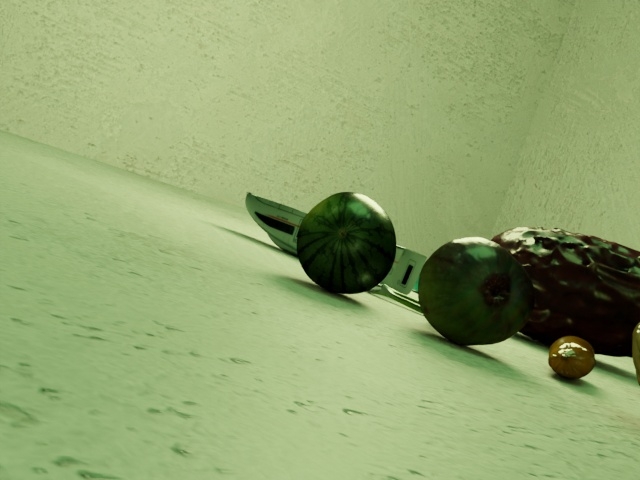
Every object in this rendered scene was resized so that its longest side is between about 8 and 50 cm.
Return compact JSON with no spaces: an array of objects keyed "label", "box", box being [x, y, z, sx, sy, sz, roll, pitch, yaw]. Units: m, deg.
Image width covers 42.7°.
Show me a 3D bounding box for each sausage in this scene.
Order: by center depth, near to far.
[{"label":"sausage","box":[0.339,0.159,1.103,0.062,0.054,0.183,-13,-5,15]}]

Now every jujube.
[{"label":"jujube","box":[0.484,0.098,1.542,0.377,0.258,0.258,6,5,-12]}]

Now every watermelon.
[{"label":"watermelon","box":[0.039,0.005,1.142,0.141,0.140,0.187,20,-1,9]}]

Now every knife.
[{"label":"knife","box":[0.117,0.088,1.299,0.184,0.026,0.022,24,44,31]}]

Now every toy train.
[{"label":"toy train","box":[0.000,0.000,1.530,0.407,0.088,0.086,21,1,37]}]

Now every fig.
[{"label":"fig","box":[0.186,0.073,1.095,0.149,0.149,0.245,19,-10,-7]}]

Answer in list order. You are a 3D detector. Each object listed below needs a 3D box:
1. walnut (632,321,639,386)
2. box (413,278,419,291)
[{"label":"walnut","box":[0.455,0.124,0.833,0.257,0.224,0.257,41,-3,2]},{"label":"box","box":[0.309,0.125,1.748,0.226,0.042,0.161,18,2,-27]}]
